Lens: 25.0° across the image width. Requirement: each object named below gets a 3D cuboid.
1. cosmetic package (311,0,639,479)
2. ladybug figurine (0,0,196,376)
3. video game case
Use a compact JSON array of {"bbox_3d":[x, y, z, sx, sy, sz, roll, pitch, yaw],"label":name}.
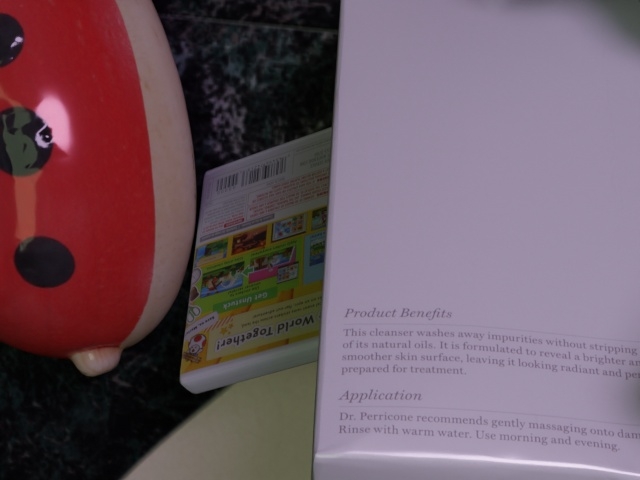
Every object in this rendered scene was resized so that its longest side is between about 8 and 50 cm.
[{"bbox_3d":[0.106,0.014,0.901,0.217,0.385,0.156,5,140,2],"label":"cosmetic package"},{"bbox_3d":[-0.264,-0.099,1.178,0.305,0.162,0.449,-25,86,31],"label":"ladybug figurine"},{"bbox_3d":[0.000,0.000,1.095,0.227,0.026,0.206,-17,49,25],"label":"video game case"}]
